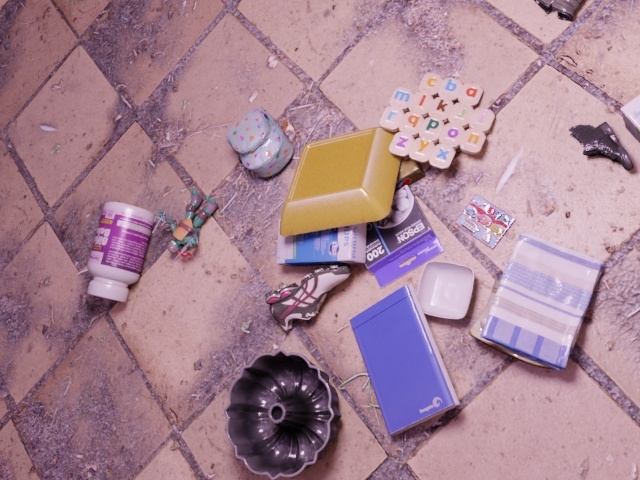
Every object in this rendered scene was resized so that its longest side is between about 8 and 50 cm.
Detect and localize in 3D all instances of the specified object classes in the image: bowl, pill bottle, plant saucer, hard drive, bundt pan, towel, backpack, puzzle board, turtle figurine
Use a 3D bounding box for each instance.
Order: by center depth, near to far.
[{"bbox_3d":[0.517,0.136,1.665,0.209,0.034,0.285,23,75,12],"label":"towel"},{"bbox_3d":[0.204,0.302,1.813,0.210,0.040,0.319,-36,61,33],"label":"hard drive"},{"bbox_3d":[0.322,0.129,1.821,0.142,0.053,0.142,10,81,29],"label":"bowl"},{"bbox_3d":[0.421,-0.050,1.842,0.128,0.011,0.096,39,96,31],"label":"puzzle board"},{"bbox_3d":[-0.086,0.462,1.905,0.331,0.124,0.331,-9,71,27],"label":"bundt pan"},{"bbox_3d":[0.046,-0.181,1.955,0.332,0.081,0.333,-10,46,29],"label":"plant saucer"},{"bbox_3d":[-0.182,-0.291,2.159,0.166,0.144,0.188,-39,64,7],"label":"backpack"},{"bbox_3d":[-0.426,-0.042,2.234,0.175,0.118,0.234,29,75,17],"label":"turtle figurine"},{"bbox_3d":[-0.648,0.039,2.298,0.169,0.169,0.301,7,79,30],"label":"pill bottle"}]

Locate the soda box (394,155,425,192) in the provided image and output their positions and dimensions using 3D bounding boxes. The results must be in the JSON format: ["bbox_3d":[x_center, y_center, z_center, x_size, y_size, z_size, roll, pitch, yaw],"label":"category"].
[{"bbox_3d":[0.191,-0.165,1.968,0.181,0.061,0.058,-29,64,18],"label":"soda box"}]

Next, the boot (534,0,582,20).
[{"bbox_3d":[0.612,-0.697,1.885,0.161,0.083,0.246,-48,58,15],"label":"boot"}]

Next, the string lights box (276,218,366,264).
[{"bbox_3d":[0.000,0.000,1.985,0.259,0.077,0.133,-3,79,38],"label":"string lights box"}]

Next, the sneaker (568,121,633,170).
[{"bbox_3d":[0.677,-0.222,1.733,0.089,0.051,0.170,-29,60,18],"label":"sneaker"}]

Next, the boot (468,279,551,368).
[{"bbox_3d":[0.480,0.199,1.706,0.213,0.077,0.165,25,86,31],"label":"boot"}]

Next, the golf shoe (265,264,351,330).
[{"bbox_3d":[-0.019,0.150,1.986,0.273,0.105,0.120,-28,81,25],"label":"golf shoe"}]

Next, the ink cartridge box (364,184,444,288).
[{"bbox_3d":[0.197,-0.010,1.932,0.206,0.045,0.208,-33,65,16],"label":"ink cartridge box"}]

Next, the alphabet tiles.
[{"bbox_3d":[0.310,-0.321,1.917,0.284,0.021,0.278,19,69,18],"label":"alphabet tiles"}]

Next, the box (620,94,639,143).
[{"bbox_3d":[0.813,-0.310,1.644,0.203,0.114,0.103,-37,61,14],"label":"box"}]
